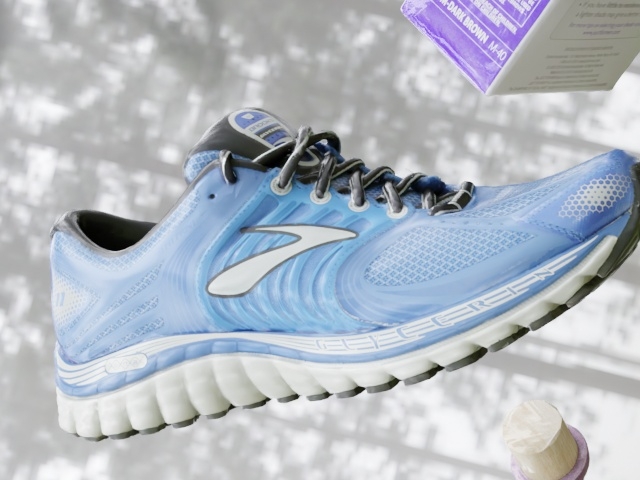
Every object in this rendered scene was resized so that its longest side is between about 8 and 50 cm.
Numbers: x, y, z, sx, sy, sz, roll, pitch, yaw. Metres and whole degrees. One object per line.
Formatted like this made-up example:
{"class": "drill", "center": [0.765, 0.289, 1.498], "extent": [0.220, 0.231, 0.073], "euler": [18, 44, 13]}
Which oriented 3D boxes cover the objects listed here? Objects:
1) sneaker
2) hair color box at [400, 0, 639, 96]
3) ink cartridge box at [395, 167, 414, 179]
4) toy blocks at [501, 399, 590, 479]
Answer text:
{"class": "sneaker", "center": [0.000, 0.000, 0.869], "extent": [0.130, 0.330, 0.147], "euler": [-22, -82, -69]}
{"class": "hair color box", "center": [0.222, -0.262, 1.237], "extent": [0.185, 0.110, 0.339], "euler": [-8, -39, -52]}
{"class": "ink cartridge box", "center": [0.080, 0.005, 1.643], "extent": [0.150, 0.109, 0.063], "euler": [37, 157, 57]}
{"class": "toy blocks", "center": [0.281, 0.244, 1.168], "extent": [0.260, 0.289, 0.309], "euler": [57, -155, -48]}
